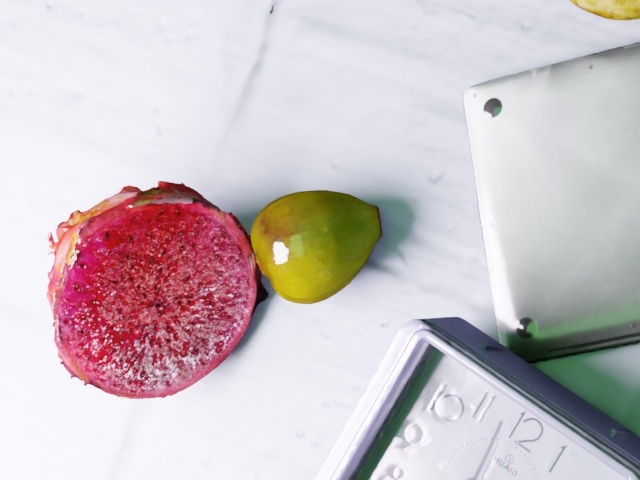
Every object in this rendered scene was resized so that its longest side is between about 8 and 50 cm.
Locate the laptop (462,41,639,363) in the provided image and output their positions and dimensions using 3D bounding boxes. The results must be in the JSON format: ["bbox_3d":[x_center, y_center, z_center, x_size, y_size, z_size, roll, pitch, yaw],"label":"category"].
[{"bbox_3d":[0.224,-0.037,1.229,0.269,0.015,0.187,-13,77,23],"label":"laptop"}]

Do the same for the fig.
[{"bbox_3d":[0.000,0.000,1.299,0.088,0.074,0.074,-23,73,-3],"label":"fig"}]

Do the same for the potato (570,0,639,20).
[{"bbox_3d":[0.214,-0.206,1.224,0.170,0.080,0.107,-36,82,15],"label":"potato"}]

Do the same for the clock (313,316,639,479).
[{"bbox_3d":[0.109,0.150,1.219,0.193,0.073,0.144,34,103,24],"label":"clock"}]

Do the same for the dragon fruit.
[{"bbox_3d":[-0.122,0.019,1.338,0.153,0.153,0.111,-57,35,8],"label":"dragon fruit"}]
